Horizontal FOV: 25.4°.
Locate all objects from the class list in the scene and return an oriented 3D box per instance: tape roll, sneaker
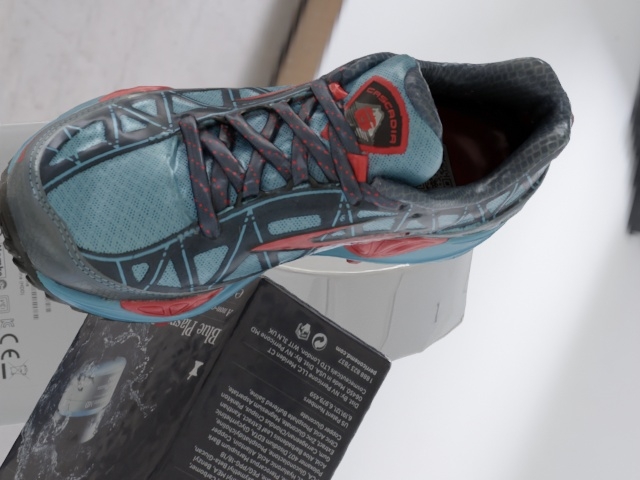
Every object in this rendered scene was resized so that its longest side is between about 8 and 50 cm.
[{"bbox_3d":[0.000,0.000,1.306,0.286,0.286,0.100,-38,140,-51],"label":"tape roll"},{"bbox_3d":[-0.006,-0.042,0.595,0.262,0.125,0.104,-12,75,-32],"label":"sneaker"}]

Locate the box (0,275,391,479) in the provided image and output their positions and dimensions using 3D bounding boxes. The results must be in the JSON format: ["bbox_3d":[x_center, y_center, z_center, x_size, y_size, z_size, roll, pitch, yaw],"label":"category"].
[{"bbox_3d":[-0.071,0.097,0.722,0.093,0.156,0.158,35,76,-30],"label":"box"}]

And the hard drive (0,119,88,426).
[{"bbox_3d":[-0.312,0.032,1.083,0.047,0.353,0.233,-154,-120,-76],"label":"hard drive"}]
